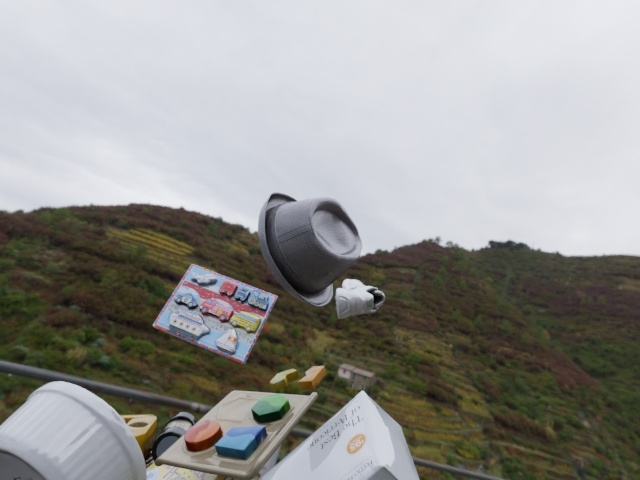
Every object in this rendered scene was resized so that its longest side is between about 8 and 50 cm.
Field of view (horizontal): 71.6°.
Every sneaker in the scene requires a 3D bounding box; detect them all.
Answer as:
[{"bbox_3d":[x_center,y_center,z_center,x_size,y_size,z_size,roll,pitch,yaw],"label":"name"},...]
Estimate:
[{"bbox_3d":[0.107,0.150,1.130,0.115,0.091,0.232,-3,5,10],"label":"sneaker"}]

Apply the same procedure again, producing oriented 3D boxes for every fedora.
[{"bbox_3d":[0.000,0.000,0.877,0.124,0.244,0.275,-23,-22,25],"label":"fedora"}]

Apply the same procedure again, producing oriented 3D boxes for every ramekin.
[{"bbox_3d":[-0.445,0.392,0.756,0.272,0.273,0.127,12,24,18],"label":"ramekin"}]

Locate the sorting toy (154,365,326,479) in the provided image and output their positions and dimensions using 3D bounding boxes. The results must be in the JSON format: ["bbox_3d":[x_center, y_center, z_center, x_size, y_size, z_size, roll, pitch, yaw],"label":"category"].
[{"bbox_3d":[-0.123,0.309,0.819,0.228,0.041,0.307,-12,9,29],"label":"sorting toy"}]

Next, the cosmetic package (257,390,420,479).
[{"bbox_3d":[-0.029,0.240,0.363,0.060,0.239,0.099,46,6,-13],"label":"cosmetic package"}]

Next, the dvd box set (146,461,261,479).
[{"bbox_3d":[-0.337,0.529,0.788,0.307,0.420,0.062,-18,-75,54],"label":"dvd box set"}]

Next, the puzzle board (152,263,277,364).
[{"bbox_3d":[-0.132,0.089,0.560,0.128,0.097,0.011,19,-32,11],"label":"puzzle board"}]

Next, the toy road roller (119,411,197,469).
[{"bbox_3d":[-0.491,0.608,1.195,0.328,0.241,0.202,5,-7,-8],"label":"toy road roller"}]
